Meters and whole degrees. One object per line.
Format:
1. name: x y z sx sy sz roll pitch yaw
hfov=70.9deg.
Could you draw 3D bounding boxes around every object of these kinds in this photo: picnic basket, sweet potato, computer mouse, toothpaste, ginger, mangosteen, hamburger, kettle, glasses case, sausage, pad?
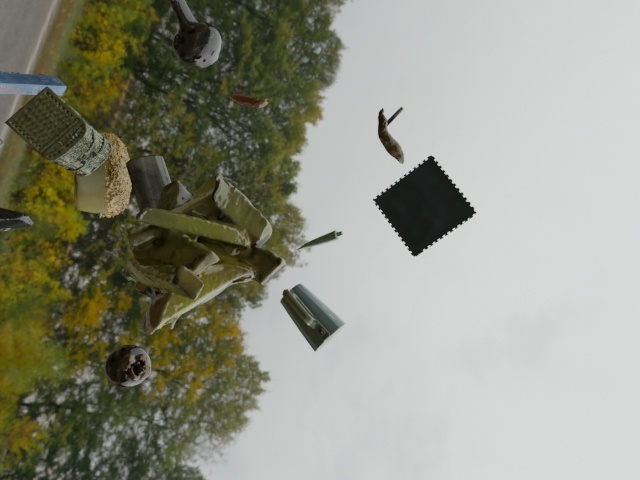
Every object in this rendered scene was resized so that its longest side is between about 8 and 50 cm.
1. picnic basket: -0.635 -0.256 1.128 0.134 0.154 0.196 -44 -176 -9
2. sweet potato: 0.173 -0.257 1.143 0.041 0.153 0.038 -41 -155 -27
3. computer mouse: -0.976 -0.061 1.255 0.168 0.295 0.087 -17 -117 60
4. toothpaste: 0.260 -0.439 1.592 0.083 0.015 0.024 -44 -133 20
5. ginger: -0.282 -0.014 1.019 0.211 0.359 0.413 77 0 -60
6. mangosteen: -0.543 0.361 1.289 0.140 0.140 0.140 -41 -141 45
7. toothpaste: -1.059 -0.562 1.620 0.053 0.066 0.272 -45 177 26
8. hamburger: -0.717 -0.218 1.488 0.294 0.179 0.275 -38 -123 57
9. kettle: -0.046 0.285 1.711 0.160 0.243 0.210 -45 167 5
10. toothpaste: 0.000 0.000 1.874 0.218 0.041 0.064 -19 -169 30
11. glasses case: -0.489 -0.112 1.353 0.060 0.114 0.299 -41 -113 57
12. sausage: -0.239 -0.467 1.502 0.158 0.036 0.042 21 -96 36
13. pad: 0.357 -0.120 1.569 0.269 0.012 0.269 -35 -106 13

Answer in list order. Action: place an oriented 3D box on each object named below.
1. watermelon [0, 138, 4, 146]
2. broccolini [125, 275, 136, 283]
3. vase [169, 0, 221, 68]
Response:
1. watermelon: -1.196 -0.354 1.575 0.071 0.139 0.187 -28 -130 34
2. broccolini: -0.759 0.216 1.945 0.054 0.194 0.052 -51 -164 -2
3. vase: -0.313 -0.511 1.072 0.120 0.182 0.120 -11 -135 11
